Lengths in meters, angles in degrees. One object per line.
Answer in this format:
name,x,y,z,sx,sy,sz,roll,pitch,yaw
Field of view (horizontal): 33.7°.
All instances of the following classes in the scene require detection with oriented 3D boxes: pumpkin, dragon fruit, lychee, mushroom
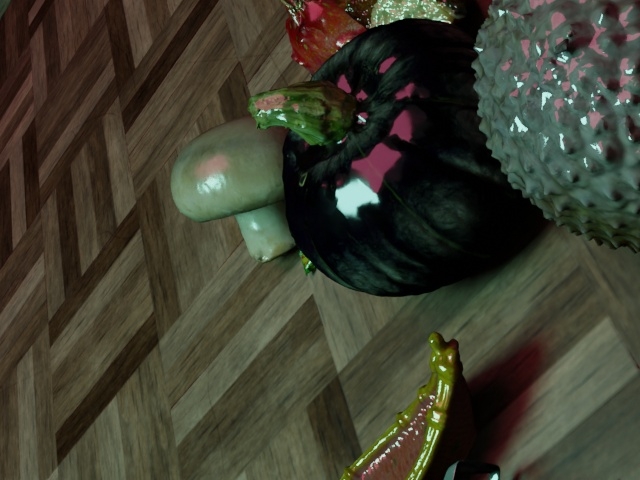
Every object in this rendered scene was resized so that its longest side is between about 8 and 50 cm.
pumpkin,0.067,-0.099,1.082,0.296,0.295,0.296,-31,48,43
dragon fruit,-0.009,-0.300,1.452,0.153,0.111,0.153,-36,44,45
lychee,0.251,-0.126,0.842,0.300,0.300,0.300,-31,48,43
mushroom,-0.088,-0.065,1.391,0.204,0.204,0.204,-31,48,43

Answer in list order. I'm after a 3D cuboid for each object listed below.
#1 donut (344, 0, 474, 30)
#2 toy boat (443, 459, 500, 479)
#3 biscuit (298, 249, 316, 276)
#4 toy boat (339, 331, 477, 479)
donut,0.109,-0.283,1.279,0.186,0.144,0.126,46,121,22
toy boat,0.104,0.288,0.973,0.246,0.093,0.103,-44,48,33
biscuit,0.000,0.000,1.352,0.089,0.016,0.046,-56,35,18
toy boat,0.066,0.227,1.045,0.318,0.099,0.141,-56,10,23
